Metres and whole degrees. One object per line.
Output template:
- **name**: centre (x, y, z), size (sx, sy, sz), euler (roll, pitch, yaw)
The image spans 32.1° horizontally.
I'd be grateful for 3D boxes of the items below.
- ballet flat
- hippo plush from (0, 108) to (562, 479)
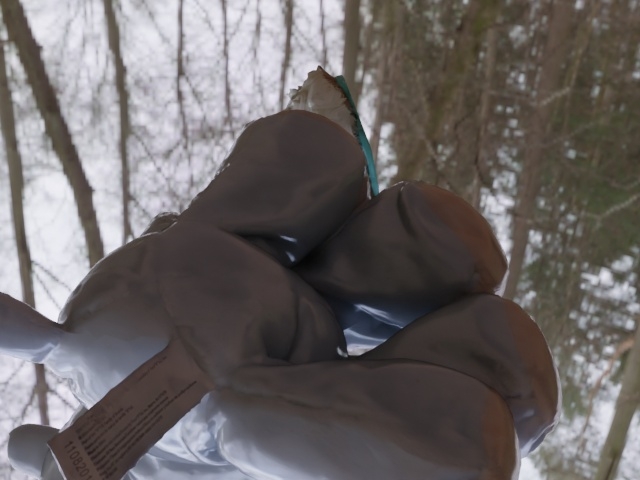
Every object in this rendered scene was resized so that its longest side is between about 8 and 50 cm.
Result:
- **ballet flat**: centre (0.000, 0.000, 1.031), size (0.147, 0.409, 0.147), euler (-4, -116, 8)
- **hippo plush**: centre (-0.038, 0.106, 0.550), size (0.234, 0.236, 0.294), euler (40, -140, 18)
